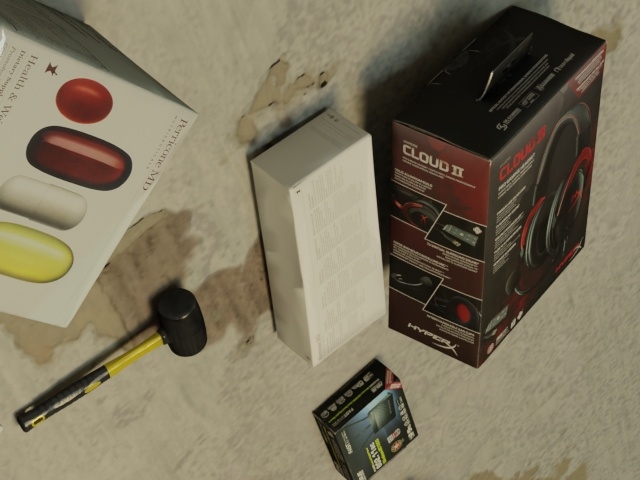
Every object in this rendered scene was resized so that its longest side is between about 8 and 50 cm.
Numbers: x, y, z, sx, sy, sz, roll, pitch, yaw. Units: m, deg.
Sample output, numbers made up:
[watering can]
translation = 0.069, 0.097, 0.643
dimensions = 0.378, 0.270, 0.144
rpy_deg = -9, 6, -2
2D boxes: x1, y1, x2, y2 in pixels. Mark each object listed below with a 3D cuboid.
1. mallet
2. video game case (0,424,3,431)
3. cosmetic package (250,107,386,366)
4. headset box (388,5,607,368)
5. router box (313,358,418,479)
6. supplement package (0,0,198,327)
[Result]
[mallet]
translation = -0.183, 0.105, 1.614
dimensions = 0.190, 0.039, 0.062
rpy_deg = -28, 140, -24
[video game case]
translation = -0.329, 0.197, 1.549
dimensions = 0.122, 0.011, 0.087
rpy_deg = -56, 144, 7
[cosmetic package]
translation = 0.000, 0.000, 1.696
dimensions = 0.099, 0.060, 0.239
rpy_deg = -37, 143, -26
[headset box]
translation = 0.165, -0.062, 1.742
dimensions = 0.218, 0.110, 0.293
rpy_deg = -44, 147, -38
[router box]
translation = 0.049, 0.194, 1.943
dimensions = 0.092, 0.038, 0.122
rpy_deg = -40, 143, -15
[supplement package]
translation = -0.237, -0.070, 1.295
dimensions = 0.203, 0.149, 0.194
rpy_deg = 20, 105, -52
